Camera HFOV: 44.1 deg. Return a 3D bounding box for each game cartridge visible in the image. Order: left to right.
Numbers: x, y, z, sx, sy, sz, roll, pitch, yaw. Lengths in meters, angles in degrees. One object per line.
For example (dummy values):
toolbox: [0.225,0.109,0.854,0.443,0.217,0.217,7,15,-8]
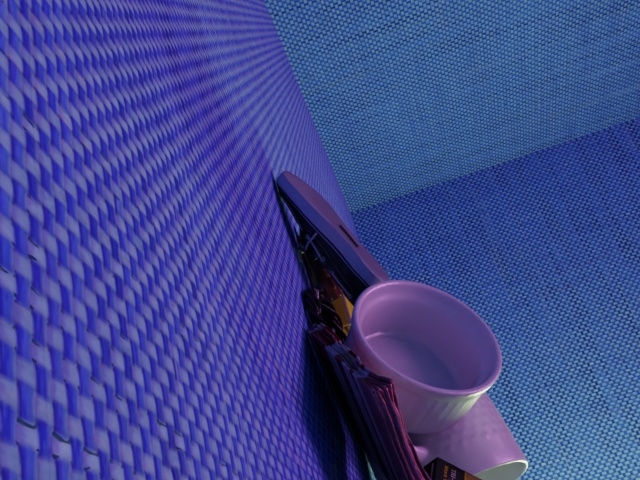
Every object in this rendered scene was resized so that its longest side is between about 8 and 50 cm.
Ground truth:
game cartridge: [0.045,0.126,1.948,0.285,0.052,0.324,64,7,-57]

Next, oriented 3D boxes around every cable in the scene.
cable: [0.017,0.171,1.468,0.150,0.047,0.185,-55,128,-83]

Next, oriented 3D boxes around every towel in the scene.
towel: [0.076,0.269,1.226,0.237,0.037,0.329,69,-13,-16]

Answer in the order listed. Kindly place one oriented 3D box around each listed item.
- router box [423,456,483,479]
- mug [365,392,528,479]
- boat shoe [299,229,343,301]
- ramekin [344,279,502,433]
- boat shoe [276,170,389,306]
router box: [0.235,0.514,1.167,0.243,0.081,0.309,29,42,-12]
mug: [0.184,0.351,1.545,0.374,0.276,0.328,26,30,-52]
boat shoe: [0.000,0.045,1.645,0.064,0.060,0.178,51,21,-75]
ramekin: [0.169,0.210,1.413,0.277,0.277,0.135,-102,-153,-50]
boat shoe: [0.001,0.000,1.569,0.306,0.105,0.113,48,17,2]
